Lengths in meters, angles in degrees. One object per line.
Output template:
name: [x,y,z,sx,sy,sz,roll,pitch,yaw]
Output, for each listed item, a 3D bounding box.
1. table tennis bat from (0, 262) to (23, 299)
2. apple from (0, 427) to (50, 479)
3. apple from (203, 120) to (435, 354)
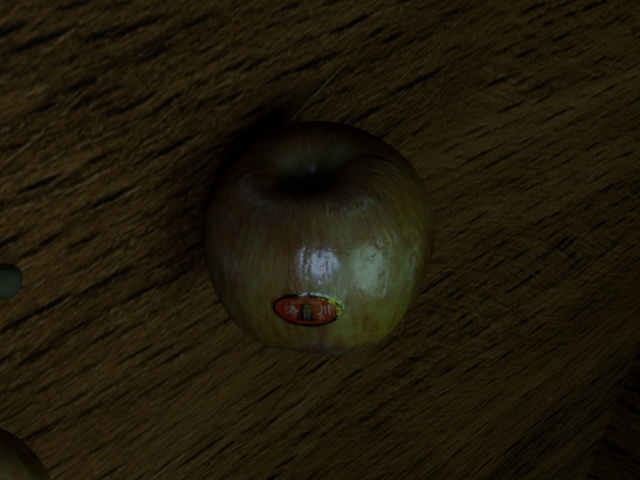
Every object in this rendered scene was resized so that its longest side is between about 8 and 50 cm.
table tennis bat: [-0.296,0.034,1.396,0.234,0.022,0.131,0,117,-62]
apple: [-0.282,0.216,1.538,0.146,0.131,0.146,-51,156,-33]
apple: [0.000,0.000,1.740,0.211,0.211,0.188,-42,139,-34]
